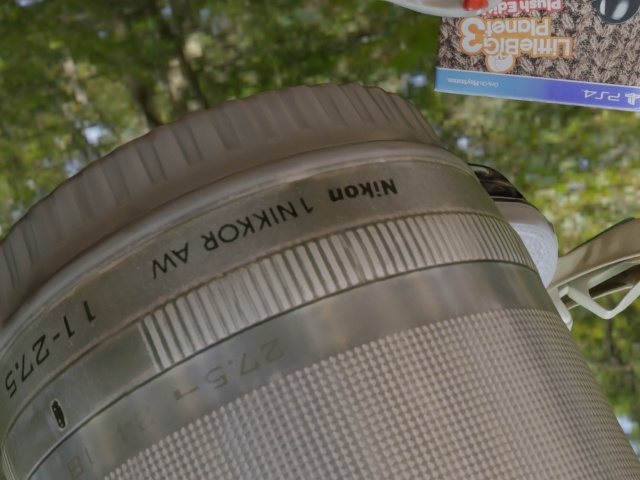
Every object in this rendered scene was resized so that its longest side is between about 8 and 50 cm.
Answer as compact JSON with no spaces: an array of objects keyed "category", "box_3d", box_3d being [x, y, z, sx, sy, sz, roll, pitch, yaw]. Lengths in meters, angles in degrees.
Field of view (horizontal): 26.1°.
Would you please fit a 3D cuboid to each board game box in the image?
[{"category":"board game box","box_3d":[0.252,-0.306,1.481,0.232,0.291,0.141,6,-156,8]}]

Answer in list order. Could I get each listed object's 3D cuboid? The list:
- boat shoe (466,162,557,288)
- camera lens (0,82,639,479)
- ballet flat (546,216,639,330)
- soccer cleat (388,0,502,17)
[{"category":"boat shoe","box_3d":[0.000,0.000,0.993,0.335,0.121,0.119,2,-150,-17]},{"category":"camera lens","box_3d":[0.009,0.109,0.516,0.219,0.219,0.274,-19,-112,-16]},{"category":"ballet flat","box_3d":[0.235,0.049,1.314,0.248,0.086,0.086,-24,-150,-19]},{"category":"soccer cleat","box_3d":[-0.003,-0.150,0.661,0.196,0.068,0.076,15,-168,-13]}]
